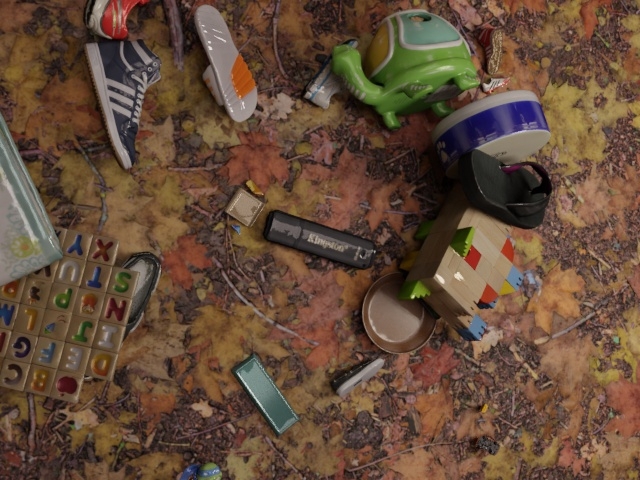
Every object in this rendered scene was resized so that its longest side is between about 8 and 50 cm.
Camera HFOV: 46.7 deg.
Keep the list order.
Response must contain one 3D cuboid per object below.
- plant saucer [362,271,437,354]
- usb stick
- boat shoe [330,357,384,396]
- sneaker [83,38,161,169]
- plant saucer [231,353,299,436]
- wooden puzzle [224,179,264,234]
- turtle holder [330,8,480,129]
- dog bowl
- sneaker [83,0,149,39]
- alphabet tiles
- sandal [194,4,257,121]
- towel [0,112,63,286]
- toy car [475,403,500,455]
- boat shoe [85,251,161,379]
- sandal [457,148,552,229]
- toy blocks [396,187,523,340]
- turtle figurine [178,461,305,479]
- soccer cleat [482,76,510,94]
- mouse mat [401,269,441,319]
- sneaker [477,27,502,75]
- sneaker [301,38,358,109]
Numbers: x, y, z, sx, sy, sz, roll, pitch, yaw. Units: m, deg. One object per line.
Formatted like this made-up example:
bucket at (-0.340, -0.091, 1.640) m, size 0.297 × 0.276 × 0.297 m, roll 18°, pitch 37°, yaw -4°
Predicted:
plant saucer at (0.188, 0.175, 1.795) m, size 0.199 × 0.036 × 0.198 m, roll 1°, pitch 87°, yaw -18°
usb stick at (0.000, 0.000, 1.741) m, size 0.278 × 0.045 × 0.077 m, roll 18°, pitch 80°, yaw -17°
boat shoe at (0.087, 0.314, 1.750) m, size 0.142 × 0.049 × 0.040 m, roll -31°, pitch 58°, yaw -22°
sneaker at (-0.402, -0.302, 1.602) m, size 0.153 × 0.099 × 0.282 m, roll -15°, pitch 88°, yaw -16°
plant saucer at (-0.123, 0.354, 1.693) m, size 0.067 × 0.018 × 0.192 m, roll -36°, pitch 98°, yaw -17°
wooden puzzle at (-0.174, -0.076, 1.707) m, size 0.078 × 0.014 × 0.116 m, roll 40°, pitch 75°, yaw -7°
turtle holder at (0.194, -0.404, 1.748) m, size 0.321 × 0.243 × 0.227 m, roll -18°, pitch 79°, yaw 5°
dog bowl at (0.404, -0.247, 1.765) m, size 0.265 × 0.265 × 0.104 m, roll -13°, pitch 76°, yaw -18°
sneaker at (-0.426, -0.569, 1.627) m, size 0.118 × 0.107 × 0.278 m, roll 23°, pitch 82°, yaw -34°
alphabet tiles at (-0.534, 0.146, 1.520) m, size 0.285 × 0.011 × 0.342 m, roll 12°, pitch 82°, yaw 5°
sandal at (-0.226, -0.395, 1.676) m, size 0.102 × 0.076 × 0.265 m, roll -33°, pitch 109°, yaw -40°
towel at (-0.734, -0.070, 1.470) m, size 0.321 × 0.090 × 0.374 m, roll -24°, pitch 93°, yaw -7°
toy car at (0.421, 0.469, 1.849) m, size 0.060 × 0.040 × 0.122 m, roll 10°, pitch 86°, yaw 4°
boat shoe at (-0.438, 0.154, 1.564) m, size 0.114 × 0.091 × 0.302 m, roll 28°, pitch 79°, yaw -15°
sandal at (0.469, -0.122, 1.753) m, size 0.446 × 0.107 × 0.167 m, roll 4°, pitch 70°, yaw -54°
toy blocks at (0.372, 0.061, 1.786) m, size 0.261 × 0.191 × 0.381 m, roll 43°, pitch 60°, yaw -23°
turtle figurine at (-0.196, 0.615, 1.540) m, size 0.275 × 0.198 × 0.266 m, roll 7°, pitch 105°, yaw 23°
soccer cleat at (0.455, -0.410, 1.924) m, size 0.083 × 0.029 × 0.035 m, roll -31°, pitch 100°, yaw -13°
mouse mat at (0.296, 0.083, 1.826) m, size 0.190 × 0.007 × 0.152 m, roll -41°, pitch 96°, yaw -31°
sneaker at (0.437, -0.492, 1.922) m, size 0.042 × 0.067 × 0.118 m, roll -12°, pitch 120°, yaw -21°
sneaker at (0.039, -0.394, 1.774) m, size 0.083 × 0.071 × 0.190 m, roll 39°, pitch 84°, yaw -19°
